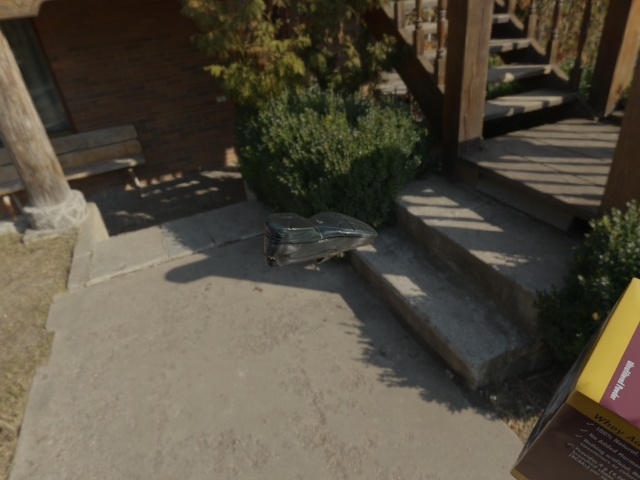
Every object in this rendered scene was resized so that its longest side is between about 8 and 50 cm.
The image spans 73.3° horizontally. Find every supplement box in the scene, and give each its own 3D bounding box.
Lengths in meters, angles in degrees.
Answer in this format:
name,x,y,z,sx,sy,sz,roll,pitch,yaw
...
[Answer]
name,x,y,z,sx,sy,sz,roll,pitch,yaw
supplement box,0.292,0.173,0.346,0.191,0.194,0.129,32,57,31

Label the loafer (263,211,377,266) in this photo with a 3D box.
name,x,y,z,sx,sy,sz,roll,pitch,yaw
loafer,0.000,0.000,0.567,0.169,0.061,0.062,0,27,-32
